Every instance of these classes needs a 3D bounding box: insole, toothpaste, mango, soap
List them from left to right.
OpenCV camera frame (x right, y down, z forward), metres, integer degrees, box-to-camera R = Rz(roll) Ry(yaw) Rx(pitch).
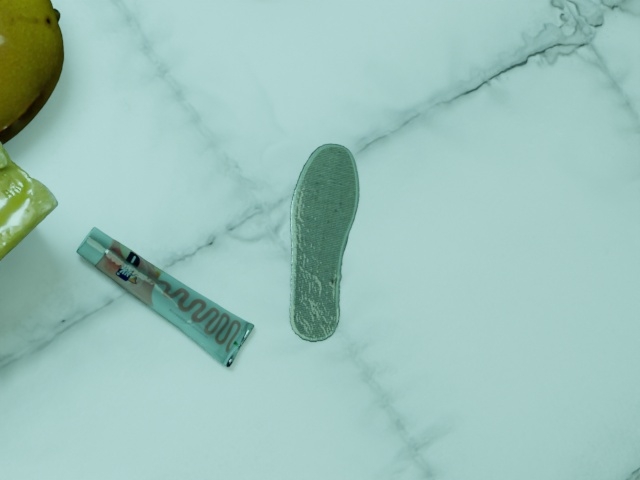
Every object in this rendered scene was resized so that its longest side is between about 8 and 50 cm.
[{"bbox_3d":[-0.395,0.050,1.112,0.091,0.199,0.315,45,71,-11],"label":"soap"},{"bbox_3d":[-0.361,-0.170,1.189,0.236,0.136,0.166,-41,98,-14],"label":"mango"},{"bbox_3d":[-0.167,0.058,1.269,0.205,0.036,0.056,36,71,-14],"label":"toothpaste"},{"bbox_3d":[0.000,0.000,1.346,0.080,0.003,0.232,10,78,-16],"label":"insole"}]
